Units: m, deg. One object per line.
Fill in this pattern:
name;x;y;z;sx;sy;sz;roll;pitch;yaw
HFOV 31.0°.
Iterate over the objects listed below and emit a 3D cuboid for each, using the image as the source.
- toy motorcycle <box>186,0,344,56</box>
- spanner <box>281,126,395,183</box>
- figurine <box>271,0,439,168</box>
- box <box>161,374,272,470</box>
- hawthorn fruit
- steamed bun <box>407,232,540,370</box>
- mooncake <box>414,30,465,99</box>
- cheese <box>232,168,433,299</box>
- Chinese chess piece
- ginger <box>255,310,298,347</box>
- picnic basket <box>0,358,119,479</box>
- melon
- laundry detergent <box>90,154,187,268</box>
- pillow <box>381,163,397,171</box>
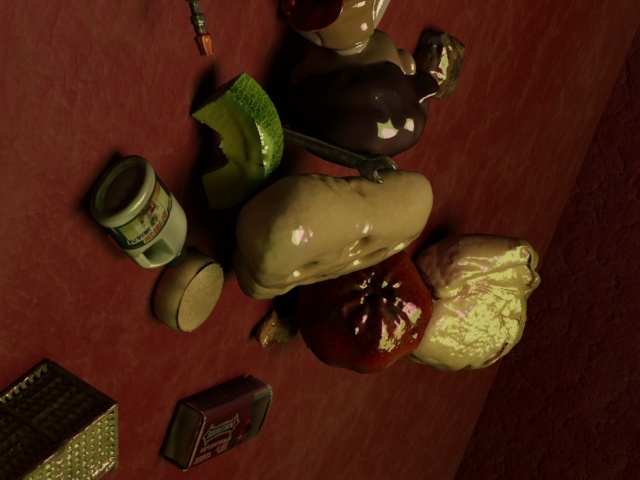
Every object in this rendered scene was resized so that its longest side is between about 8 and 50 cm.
toy motorcycle;-0.065;-0.349;1.383;0.325;0.147;0.221;-30;108;-49
spanner;-0.017;-0.137;1.620;0.054;0.254;0.015;118;-12;-49
figurine;0.032;-0.276;1.664;0.218;0.206;0.365;-22;117;-12
box;-0.177;0.313;2.001;0.224;0.069;0.120;-9;123;-62
hawthorn fruit;0.075;0.138;2.129;0.254;0.254;0.300;-54;169;-22
steamed bun;0.331;0.128;2.701;0.324;0.230;0.372;21;102;-30
mooncake;0.222;-0.326;2.151;0.130;0.073;0.125;-14;126;-64
cheese;0.031;-0.030;1.715;0.328;0.130;0.351;-20;170;-10
Chinese chess piece;-0.195;0.075;1.710;0.122;0.051;0.122;-49;153;-35
ginger;-0.076;0.160;2.085;0.057;0.044;0.137;-50;160;17
picnic basket;-0.364;0.280;1.460;0.196;0.134;0.154;-40;146;-44
melon;-0.114;-0.130;1.584;0.064;0.117;0.210;-65;153;-47
laundry detergent;-0.224;-0.021;1.511;0.099;0.070;0.226;-65;161;-18
pillow;0.112;-0.041;2.225;0.171;0.075;0.179;-52;155;-23
